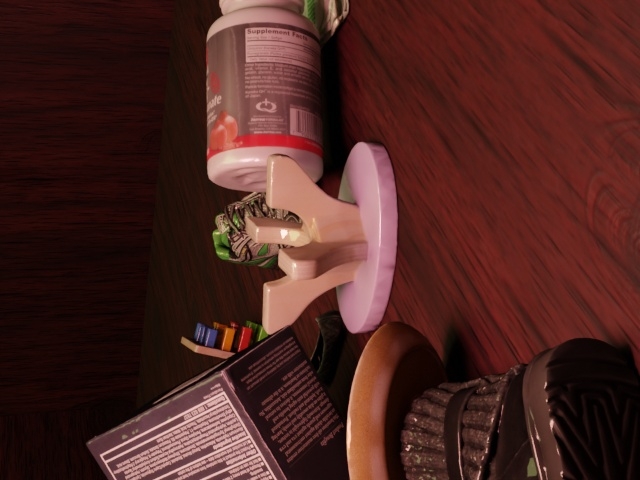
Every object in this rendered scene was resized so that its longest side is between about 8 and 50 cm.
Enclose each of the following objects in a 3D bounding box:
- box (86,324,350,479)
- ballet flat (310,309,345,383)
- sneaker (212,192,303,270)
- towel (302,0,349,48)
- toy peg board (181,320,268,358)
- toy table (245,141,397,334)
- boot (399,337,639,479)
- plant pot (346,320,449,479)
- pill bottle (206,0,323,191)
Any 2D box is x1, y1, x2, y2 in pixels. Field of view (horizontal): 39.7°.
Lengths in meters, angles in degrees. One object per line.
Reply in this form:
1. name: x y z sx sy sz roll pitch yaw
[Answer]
1. box: -0.112 0.323 1.227 0.296 0.182 0.294 -30 89 33
2. ballet flat: -0.001 0.174 1.424 0.057 0.049 0.173 -110 27 -45
3. sneaker: -0.102 -0.026 1.559 0.343 0.146 0.134 129 136 -60
4. towel: -0.029 -0.422 1.494 0.325 0.038 0.248 152 117 -69
5. toy peg board: -0.187 0.198 1.821 0.161 0.160 0.079 180 104 -71
6. toy table: 0.000 0.000 1.248 0.252 0.160 0.275 -170 78 -71
7. boot: 0.180 0.272 0.775 0.260 0.131 0.348 137 140 -56
8. plant pot: 0.097 0.206 0.962 0.032 0.236 0.237 -5 85 30
9. pill bottle: -0.086 -0.245 1.355 0.176 0.176 0.319 150 121 -68
